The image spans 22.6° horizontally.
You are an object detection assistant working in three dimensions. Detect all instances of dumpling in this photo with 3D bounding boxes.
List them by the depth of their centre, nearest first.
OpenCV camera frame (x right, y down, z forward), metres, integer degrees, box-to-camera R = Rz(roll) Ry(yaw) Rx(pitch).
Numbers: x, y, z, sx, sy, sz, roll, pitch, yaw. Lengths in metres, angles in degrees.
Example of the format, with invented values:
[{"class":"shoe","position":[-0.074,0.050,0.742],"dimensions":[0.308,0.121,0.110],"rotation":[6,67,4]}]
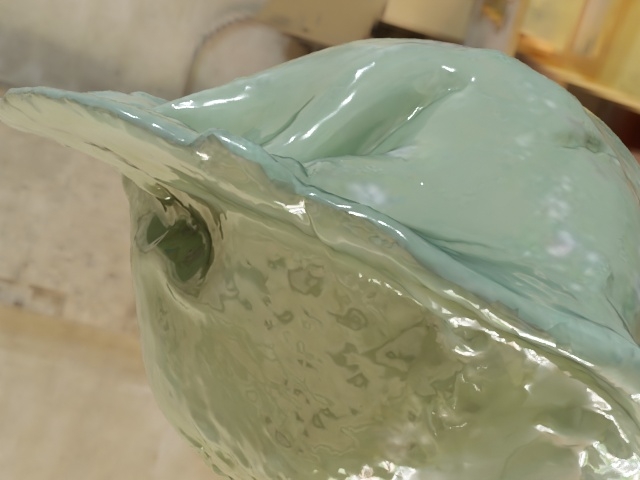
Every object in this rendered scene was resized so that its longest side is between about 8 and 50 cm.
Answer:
[{"class":"dumpling","position":[0.016,0.021,0.665],"dimensions":[0.320,0.270,0.212],"rotation":[-7,96,35]}]
